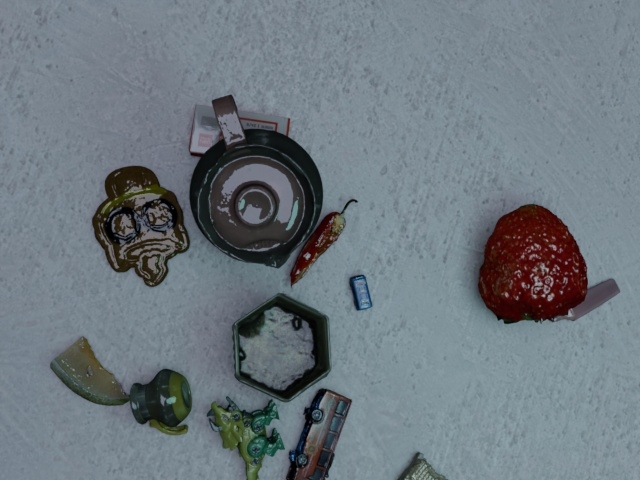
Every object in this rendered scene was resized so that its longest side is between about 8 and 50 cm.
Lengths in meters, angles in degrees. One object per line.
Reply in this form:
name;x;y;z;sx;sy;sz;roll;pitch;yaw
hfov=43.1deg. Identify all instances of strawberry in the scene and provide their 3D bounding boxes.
strawberry;0.491;0.053;1.892;0.257;0.257;0.276;-12;95;-9

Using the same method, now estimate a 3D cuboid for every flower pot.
flower pot;-0.091;0.242;1.820;0.239;0.189;0.209;-34;88;-12

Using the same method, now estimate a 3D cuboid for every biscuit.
biscuit;-0.421;-0.034;1.887;0.209;0.041;0.290;-16;85;-8
biscuit;0.197;0.616;1.872;0.108;0.062;0.239;40;79;-1

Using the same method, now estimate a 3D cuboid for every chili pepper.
chili pepper;0.000;0.000;1.937;0.050;0.059;0.268;31;80;36

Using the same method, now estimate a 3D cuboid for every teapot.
teapot;-0.146;-0.123;1.740;0.306;0.362;0.376;-18;98;-3
teapot;-0.351;0.369;1.812;0.119;0.130;0.165;-12;116;6

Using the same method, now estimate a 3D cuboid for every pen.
pen;0.653;0.156;2.010;0.197;0.032;0.053;-25;87;-13

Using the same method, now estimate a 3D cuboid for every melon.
melon;-0.519;0.316;1.832;0.098;0.054;0.182;-38;89;-26

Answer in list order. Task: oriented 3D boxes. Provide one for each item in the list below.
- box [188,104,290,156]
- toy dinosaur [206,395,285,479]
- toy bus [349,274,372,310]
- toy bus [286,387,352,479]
box;-0.193;-0.249;1.940;0.229;0.050;0.122;8;83;-7
toy dinosaur;-0.150;0.466;1.836;0.153;0.094;0.259;-20;93;-10
toy bus;0.097;0.124;1.932;0.038;0.046;0.083;-12;85;-9
toy bus;-0.006;0.459;1.863;0.096;0.073;0.234;21;80;-11
